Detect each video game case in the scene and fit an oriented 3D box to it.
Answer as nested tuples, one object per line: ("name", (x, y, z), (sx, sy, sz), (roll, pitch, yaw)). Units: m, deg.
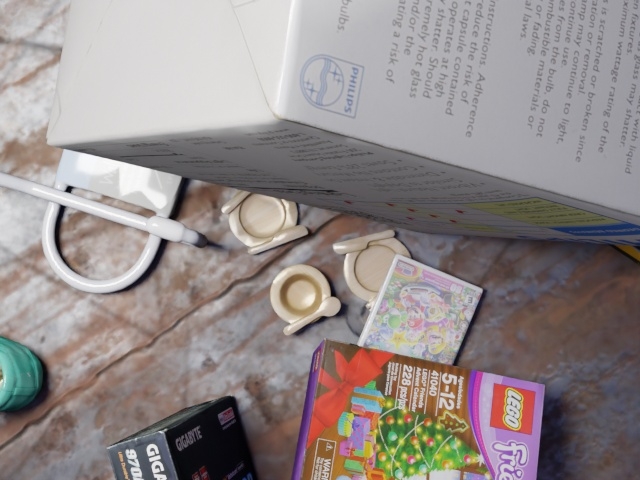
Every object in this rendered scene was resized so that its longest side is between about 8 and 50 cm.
("video game case", (0.084, 0.084, 0.993), (0.087, 0.011, 0.122), (23, 90, -6))

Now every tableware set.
("tableware set", (0.000, 0.000, 1.004), (0.141, 0.020, 0.168), (-25, 86, 1))

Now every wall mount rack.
("wall mount rack", (-0.216, -0.138, 0.967), (0.304, 0.130, 0.350), (17, 88, 4))

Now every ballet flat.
("ballet flat", (-0.372, 0.092, 0.985), (0.247, 0.087, 0.083), (18, 89, 4))

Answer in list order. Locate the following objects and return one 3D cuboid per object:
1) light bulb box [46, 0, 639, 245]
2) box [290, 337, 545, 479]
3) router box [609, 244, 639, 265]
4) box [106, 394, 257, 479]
("light bulb box", (0.049, -0.138, 0.775), (0.361, 0.358, 0.225), (12, 86, -33))
("box", (0.071, 0.244, 0.913), (0.201, 0.057, 0.293), (12, 70, -7))
("router box", (0.274, -0.014, 0.934), (0.179, 0.133, 0.046), (34, 89, 4))
("box", (-0.094, 0.228, 0.898), (0.051, 0.220, 0.175), (-18, 86, 8))
